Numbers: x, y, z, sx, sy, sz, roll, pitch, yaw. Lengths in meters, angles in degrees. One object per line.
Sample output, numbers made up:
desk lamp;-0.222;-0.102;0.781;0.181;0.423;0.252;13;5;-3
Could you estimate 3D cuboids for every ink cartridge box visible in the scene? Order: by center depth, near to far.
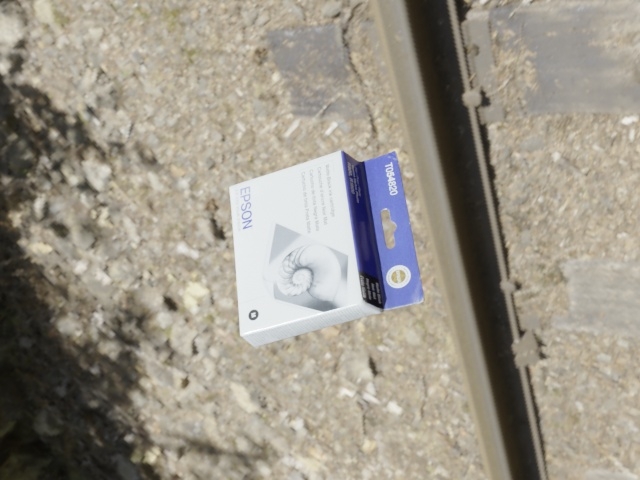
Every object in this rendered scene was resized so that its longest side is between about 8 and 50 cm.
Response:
ink cartridge box;0.000;0.000;1.086;0.224;0.223;0.045;-17;149;14
